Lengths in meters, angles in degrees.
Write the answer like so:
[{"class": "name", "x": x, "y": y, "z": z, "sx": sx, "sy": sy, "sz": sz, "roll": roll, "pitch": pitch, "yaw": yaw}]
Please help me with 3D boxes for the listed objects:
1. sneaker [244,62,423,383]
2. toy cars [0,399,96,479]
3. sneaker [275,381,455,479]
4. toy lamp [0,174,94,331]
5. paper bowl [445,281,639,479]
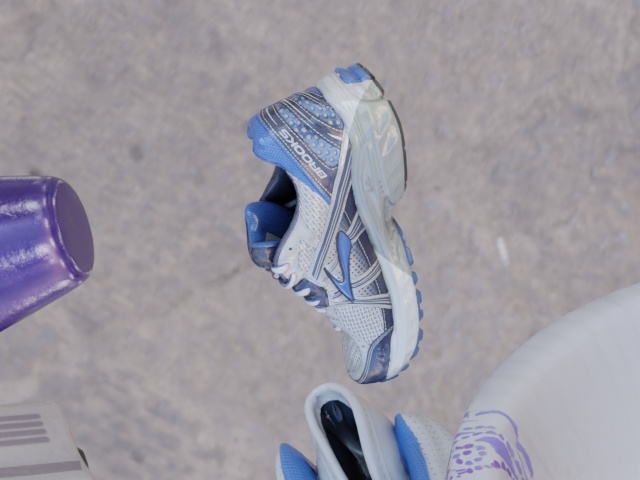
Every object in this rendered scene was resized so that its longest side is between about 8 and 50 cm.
[{"class": "sneaker", "x": 0.000, "y": 0.000, "z": 0.581, "sx": 0.058, "sy": 0.052, "sz": 0.135, "roll": -18, "pitch": 126, "yaw": -11}, {"class": "toy cars", "x": -0.182, "y": 0.230, "z": 0.766, "sx": 0.176, "sy": 0.393, "sz": 0.087, "roll": 36, "pitch": 136, "yaw": -12}, {"class": "sneaker", "x": 0.075, "y": 0.150, "z": 0.834, "sx": 0.130, "sy": 0.323, "sz": 0.236, "roll": -23, "pitch": 106, "yaw": 17}, {"class": "toy lamp", "x": -0.236, "y": 0.030, "z": 0.717, "sx": 0.275, "sy": 0.080, "sz": 0.080, "roll": -17, "pitch": 122, "yaw": 9}, {"class": "paper bowl", "x": 0.192, "y": 0.132, "z": 0.575, "sx": 0.284, "sy": 0.284, "sz": 0.148, "roll": 1, "pitch": 120, "yaw": 19}]
